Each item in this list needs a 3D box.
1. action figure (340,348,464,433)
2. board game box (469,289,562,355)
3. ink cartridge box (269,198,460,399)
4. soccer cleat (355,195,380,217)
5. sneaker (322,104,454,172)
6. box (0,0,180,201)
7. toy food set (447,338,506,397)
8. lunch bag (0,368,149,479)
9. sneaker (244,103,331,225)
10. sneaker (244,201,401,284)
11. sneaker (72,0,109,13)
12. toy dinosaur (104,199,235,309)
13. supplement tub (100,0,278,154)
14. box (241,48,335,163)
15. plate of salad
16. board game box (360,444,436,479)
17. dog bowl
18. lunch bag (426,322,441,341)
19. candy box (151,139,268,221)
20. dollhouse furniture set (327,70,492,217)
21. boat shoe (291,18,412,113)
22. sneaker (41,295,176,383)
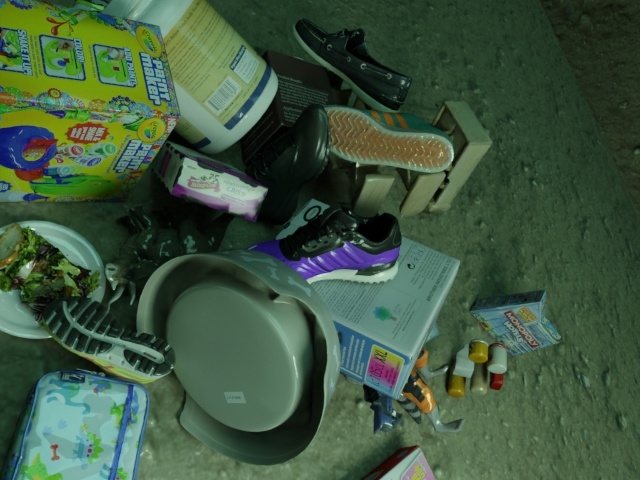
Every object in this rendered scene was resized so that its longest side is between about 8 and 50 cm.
[{"bbox_3d":[0.129,0.285,1.080,0.330,0.178,0.341,33,35,-12],"label":"action figure"},{"bbox_3d":[0.534,0.214,1.404,0.194,0.194,0.060,50,47,-4],"label":"board game box"},{"bbox_3d":[0.029,0.083,1.022,0.396,0.151,0.270,25,45,16],"label":"ink cartridge box"},{"bbox_3d":[0.136,-0.043,1.319,0.060,0.072,0.178,-2,68,-38],"label":"soccer cleat"},{"bbox_3d":[0.130,-0.221,1.128,0.302,0.108,0.121,16,27,4],"label":"sneaker"},{"bbox_3d":[-0.415,-0.200,0.832,0.279,0.290,0.177,-4,69,-38],"label":"box"},{"bbox_3d":[0.361,0.271,1.215,0.111,0.232,0.104,9,52,10],"label":"toy food set"},{"bbox_3d":[-0.343,0.301,0.758,0.176,0.090,0.218,24,55,-30],"label":"lunch bag"},{"bbox_3d":[-0.078,-0.150,1.073,0.130,0.286,0.109,12,34,-32],"label":"sneaker"},{"bbox_3d":[0.000,-0.001,0.894,0.294,0.146,0.102,-6,44,-14],"label":"sneaker"},{"bbox_3d":[-0.413,-0.413,1.112,0.235,0.084,0.097,24,78,-24],"label":"sneaker"},{"bbox_3d":[-0.273,0.012,0.970,0.314,0.121,0.160,-16,89,-47],"label":"toy dinosaur"},{"bbox_3d":[-0.263,-0.344,1.026,0.316,0.228,0.228,41,47,-30],"label":"supplement tub"},{"bbox_3d":[-0.078,-0.288,1.222,0.169,0.167,0.203,6,63,-36],"label":"box"},{"bbox_3d":[-0.441,0.055,0.841,0.200,0.048,0.199,18,56,-30],"label":"plate of salad"},{"bbox_3d":[0.126,0.570,0.988,0.317,0.064,0.242,-17,78,-42],"label":"board game box"},{"bbox_3d":[-0.124,0.172,0.836,0.348,0.349,0.102,56,34,1],"label":"dog bowl"},{"bbox_3d":[0.246,0.209,1.283,0.083,0.053,0.071,-22,79,-33],"label":"lunch bag"},{"bbox_3d":[-0.213,-0.116,0.993,0.159,0.233,0.071,19,97,-30],"label":"candy box"},{"bbox_3d":[0.184,-0.210,1.359,0.394,0.256,0.362,-6,55,-22],"label":"dollhouse furniture set"},{"bbox_3d":[0.076,-0.431,1.234,0.340,0.113,0.127,48,33,19],"label":"boat shoe"},{"bbox_3d":[-0.333,0.165,0.821,0.209,0.094,0.081,33,47,-9],"label":"sneaker"}]
